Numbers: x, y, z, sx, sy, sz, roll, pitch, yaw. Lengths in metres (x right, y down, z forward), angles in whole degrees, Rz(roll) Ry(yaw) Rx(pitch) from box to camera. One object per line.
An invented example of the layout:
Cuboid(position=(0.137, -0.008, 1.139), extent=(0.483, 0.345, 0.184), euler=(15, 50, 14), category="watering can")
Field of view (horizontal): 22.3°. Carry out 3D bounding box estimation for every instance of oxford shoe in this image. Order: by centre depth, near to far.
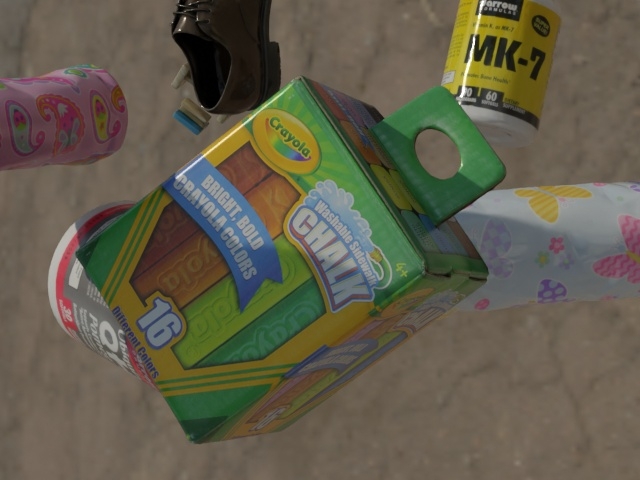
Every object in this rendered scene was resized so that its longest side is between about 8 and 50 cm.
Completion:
Cuboid(position=(-0.098, -0.228, 1.533), extent=(0.082, 0.096, 0.227), euler=(0, 105, 42), category="oxford shoe")

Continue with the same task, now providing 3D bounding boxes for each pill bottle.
Cuboid(position=(-0.141, 0.077, 1.726), extent=(0.318, 0.176, 0.176), euler=(23, 108, 49), category="pill bottle")
Cuboid(position=(0.206, -0.219, 1.834), extent=(0.119, 0.119, 0.209), euler=(-3, 73, 62), category="pill bottle")

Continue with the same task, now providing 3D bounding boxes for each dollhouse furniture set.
Cuboid(position=(-0.108, -0.152, 2.133), extent=(0.129, 0.183, 0.129), euler=(-53, -2, 35), category="dollhouse furniture set")

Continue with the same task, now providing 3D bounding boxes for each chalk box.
Cuboid(position=(0.000, 0.000, 1.236), extent=(0.289, 0.179, 0.180), euler=(-38, 75, 15), category="chalk box")

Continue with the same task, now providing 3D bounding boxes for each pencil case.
Cuboid(position=(0.218, 0.011, 1.555), extent=(0.113, 0.273, 0.124), euler=(-116, 22, -63), category="pencil case")
Cuboid(position=(-0.333, -0.129, 1.754), extent=(0.124, 0.284, 0.124), euler=(6, 101, 31), category="pencil case")
